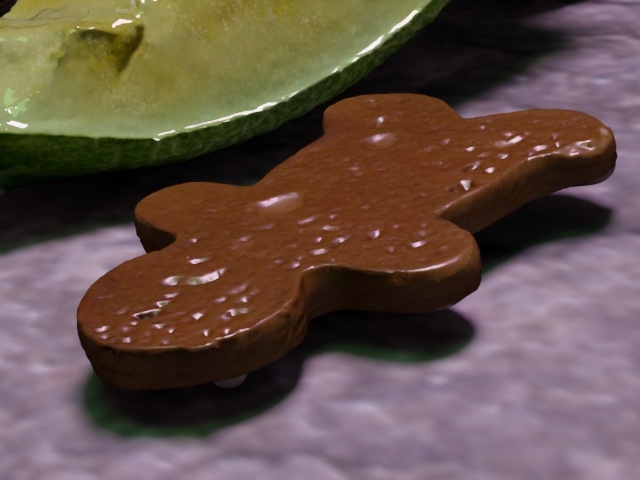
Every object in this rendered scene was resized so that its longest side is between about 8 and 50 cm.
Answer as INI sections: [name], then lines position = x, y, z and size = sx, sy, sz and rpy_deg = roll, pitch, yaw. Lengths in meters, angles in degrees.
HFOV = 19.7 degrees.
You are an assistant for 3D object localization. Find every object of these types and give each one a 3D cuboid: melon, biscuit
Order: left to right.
[melon]
position = -0.041, -0.117, 0.772
size = 0.196, 0.124, 0.323
rpy_deg = 13, 56, 45
[biscuit]
position = 0.000, 0.001, 0.610
size = 0.138, 0.031, 0.205
rpy_deg = 9, 28, 36

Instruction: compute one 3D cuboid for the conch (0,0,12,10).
[conch]
position = -0.227, -0.177, 0.954
size = 0.178, 0.163, 0.245
rpy_deg = -2, -12, -27
